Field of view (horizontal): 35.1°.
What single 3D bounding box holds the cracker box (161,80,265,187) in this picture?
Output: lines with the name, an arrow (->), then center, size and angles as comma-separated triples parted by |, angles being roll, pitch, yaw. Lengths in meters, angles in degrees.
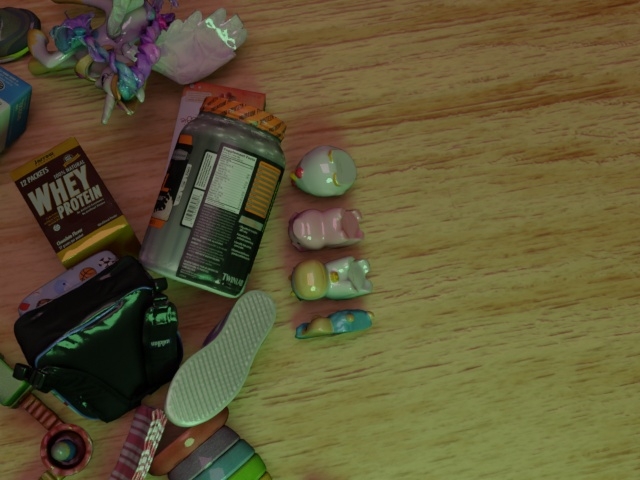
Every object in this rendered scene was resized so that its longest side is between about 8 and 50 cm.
cracker box -> -0.198, -0.172, 1.892 | 0.156, 0.067, 0.232 | 10, 77, -1

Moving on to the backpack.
backpack -> -0.365, 0.170, 1.702 | 0.276, 0.263, 0.213 | -29, 46, -10

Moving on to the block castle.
block castle -> -0.626, 0.301, 1.674 | 0.453, 0.213, 0.303 | 43, 78, 4

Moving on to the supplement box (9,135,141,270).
supplement box -> -0.420, -0.041, 1.776 | 0.129, 0.191, 0.194 | -32, 73, -9

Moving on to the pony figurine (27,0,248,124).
pony figurine -> -0.346, -0.381, 1.820 | 0.363, 0.303, 0.351 | 31, 73, 40

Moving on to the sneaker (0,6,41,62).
sneaker -> -0.678, -0.403, 1.893 | 0.300, 0.121, 0.111 | -1, 77, -3

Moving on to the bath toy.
bath toy -> 0.000, 0.000, 1.839 | 0.129, 0.151, 0.348 | -14, 75, 38

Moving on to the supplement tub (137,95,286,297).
supplement tub -> -0.178, -0.075, 1.740 | 0.194, 0.193, 0.316 | 18, 85, 1

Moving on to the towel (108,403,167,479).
towel -> -0.323, 0.375, 1.718 | 0.029, 0.144, 0.197 | 25, 76, -21

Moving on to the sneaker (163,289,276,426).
sneaker -> -0.183, 0.222, 1.743 | 0.102, 0.161, 0.282 | 42, 55, -4

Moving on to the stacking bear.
stacking bear -> -0.142, 0.439, 1.711 | 0.175, 0.164, 0.289 | -39, 86, -11

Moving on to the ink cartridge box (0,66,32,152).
ink cartridge box -> -0.692, -0.208, 1.770 | 0.223, 0.129, 0.307 | 32, 47, 1
